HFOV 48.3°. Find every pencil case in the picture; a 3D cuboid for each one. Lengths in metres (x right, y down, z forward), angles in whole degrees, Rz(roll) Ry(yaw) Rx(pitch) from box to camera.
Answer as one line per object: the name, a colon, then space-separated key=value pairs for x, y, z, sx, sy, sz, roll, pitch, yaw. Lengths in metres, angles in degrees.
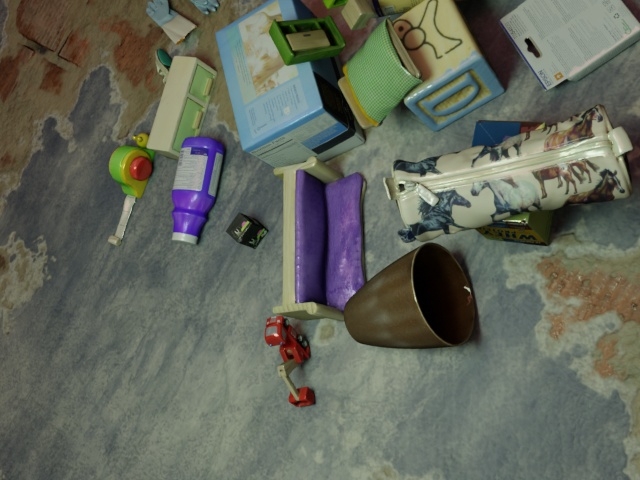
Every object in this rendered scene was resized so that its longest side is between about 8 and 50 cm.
pencil case: x=0.323 y=-0.110 z=1.237 sx=0.410 sy=0.183 sz=0.160 roll=-13 pitch=89 yaw=25

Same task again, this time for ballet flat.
ballet flat: x=-0.449 y=-0.489 z=2.077 sx=0.052 sy=0.057 sz=0.168 roll=-45 pitch=60 yaw=23

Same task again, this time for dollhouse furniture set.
dollhouse furniture set: x=0.047 y=-0.392 z=1.496 sx=0.302 sy=0.151 sz=0.197 roll=63 pitch=146 yaw=15

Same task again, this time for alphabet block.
alphabet block: x=0.261 y=-0.390 z=1.574 sx=0.192 sy=0.193 sz=0.197 roll=-28 pitch=66 yaw=19

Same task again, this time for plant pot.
plant pot: x=0.169 y=0.142 z=1.505 sx=0.230 sy=0.215 sz=0.216 roll=-24 pitch=66 yaw=39

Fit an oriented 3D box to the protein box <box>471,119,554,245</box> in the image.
protein box: x=0.385 y=-0.111 z=1.428 sx=0.135 sy=0.201 sz=0.200 roll=8 pitch=82 yaw=30

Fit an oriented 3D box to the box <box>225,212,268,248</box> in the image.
box: x=-0.184 y=-0.024 z=1.794 sx=0.052 sy=0.083 sz=0.062 roll=41 pitch=98 yaw=30

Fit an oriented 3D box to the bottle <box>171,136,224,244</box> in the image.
bottle: x=-0.335 y=-0.132 z=1.900 sx=0.118 sy=0.092 sz=0.283 roll=4 pitch=80 yaw=31

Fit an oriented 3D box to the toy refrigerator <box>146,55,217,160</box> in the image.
toy refrigerator: x=-0.379 y=-0.362 z=1.977 sx=0.094 sy=0.102 sz=0.270 roll=12 pitch=83 yaw=31

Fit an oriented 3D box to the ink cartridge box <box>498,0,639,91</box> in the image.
ink cartridge box: x=0.529 y=-0.453 z=1.525 sx=0.224 sy=0.045 sz=0.223 roll=-33 pitch=64 yaw=20

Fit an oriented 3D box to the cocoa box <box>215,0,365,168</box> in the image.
cocoa box: x=-0.076 y=-0.374 z=1.736 sx=0.231 sy=0.228 sz=0.347 roll=-24 pitch=67 yaw=22

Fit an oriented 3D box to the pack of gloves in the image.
pack of gloves: x=-0.402 y=-0.693 z=2.118 sx=0.195 sy=0.046 sz=0.232 roll=-40 pitch=61 yaw=-1

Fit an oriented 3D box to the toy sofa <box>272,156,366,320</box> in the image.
toy sofa: x=0.000 y=0.000 z=1.647 sx=0.177 sy=0.150 sz=0.363 roll=-8 pitch=74 yaw=29

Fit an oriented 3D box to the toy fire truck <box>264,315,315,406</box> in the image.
toy fire truck: x=-0.070 y=0.276 z=1.625 sx=0.047 sy=0.192 sz=0.135 roll=-15 pitch=43 yaw=24

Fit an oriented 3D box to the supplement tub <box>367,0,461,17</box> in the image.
supplement tub: x=0.239 y=-0.640 z=1.577 sx=0.331 sy=0.241 sz=0.241 roll=-7 pitch=74 yaw=15

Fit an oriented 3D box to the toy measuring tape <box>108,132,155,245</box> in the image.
toy measuring tape: x=-0.560 y=-0.153 z=2.020 sx=0.121 sy=0.121 sz=0.330 roll=18 pitch=87 yaw=31
